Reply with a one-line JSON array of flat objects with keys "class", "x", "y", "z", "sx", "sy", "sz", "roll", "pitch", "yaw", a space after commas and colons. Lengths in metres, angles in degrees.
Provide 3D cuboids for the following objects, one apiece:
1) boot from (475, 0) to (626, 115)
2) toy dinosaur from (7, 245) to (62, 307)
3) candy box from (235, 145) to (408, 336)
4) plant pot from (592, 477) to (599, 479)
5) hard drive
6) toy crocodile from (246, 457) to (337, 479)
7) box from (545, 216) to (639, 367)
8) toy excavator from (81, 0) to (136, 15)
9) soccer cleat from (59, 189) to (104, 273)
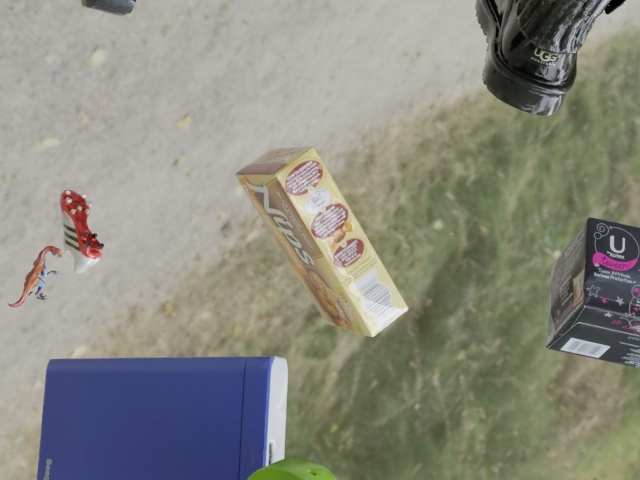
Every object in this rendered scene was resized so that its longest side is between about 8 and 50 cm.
[{"class": "boot", "x": 0.285, "y": -0.328, "z": 1.242, "sx": 0.348, "sy": 0.131, "sz": 0.260, "roll": -83, "pitch": -170, "yaw": -53}, {"class": "toy dinosaur", "x": -0.397, "y": 0.048, "z": 1.548, "sx": 0.090, "sy": 0.047, "sz": 0.082, "roll": -59, "pitch": 171, "yaw": -56}, {"class": "candy box", "x": 0.000, "y": 0.000, "z": 1.791, "sx": 0.087, "sy": 0.316, "sz": 0.183, "roll": -36, "pitch": -163, "yaw": -19}, {"class": "plant pot", "x": 0.474, "y": 0.479, "z": 1.809, "sx": 0.109, "sy": 0.096, "sz": 0.109, "roll": -56, "pitch": 158, "yaw": -36}, {"class": "hard drive", "x": -0.183, "y": 0.235, "z": 1.199, "sx": 0.040, "sy": 0.318, "sz": 0.210, "roll": 19, "pitch": 70, "yaw": -56}, {"class": "toy crocodile", "x": -0.018, "y": 0.352, "z": 0.922, "sx": 0.115, "sy": 0.105, "sz": 0.341, "roll": -30, "pitch": 124, "yaw": -65}, {"class": "box", "x": 0.454, "y": 0.084, "z": 1.498, "sx": 0.163, "sy": 0.247, "sz": 0.142, "roll": 108, "pitch": -6, "yaw": -62}, {"class": "toy excavator", "x": -0.232, "y": -0.445, "z": 1.178, "sx": 0.222, "sy": 0.433, "sz": 0.445, "roll": 11, "pitch": 134, "yaw": -34}, {"class": "soccer cleat", "x": -0.208, "y": -0.009, "z": 0.927, "sx": 0.029, "sy": 0.083, "sz": 0.036, "roll": 10, "pitch": 130, "yaw": -43}]
